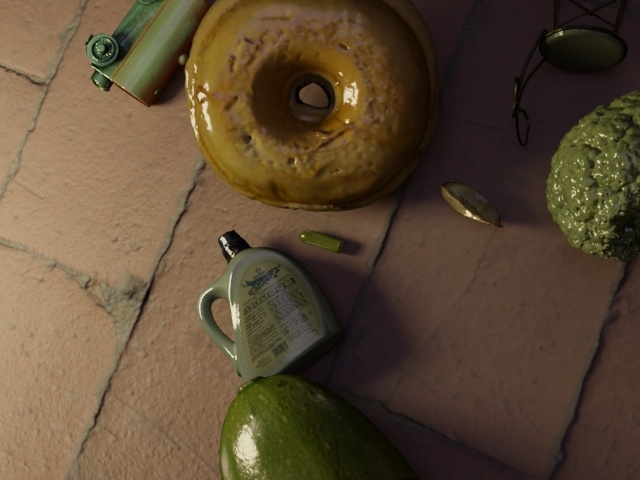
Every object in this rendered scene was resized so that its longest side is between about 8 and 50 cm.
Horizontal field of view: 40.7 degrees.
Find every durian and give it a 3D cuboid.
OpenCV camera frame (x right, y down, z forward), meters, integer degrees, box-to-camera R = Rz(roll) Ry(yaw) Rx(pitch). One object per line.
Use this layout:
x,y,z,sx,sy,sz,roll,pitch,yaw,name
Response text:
0.265,-0.065,1.494,0.130,0.066,0.052,36,89,11,durian

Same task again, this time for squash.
0.000,0.000,1.568,0.083,0.027,0.027,18,82,19,squash
-0.033,0.368,1.384,0.310,0.310,0.309,-39,54,3,squash

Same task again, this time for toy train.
-0.334,-0.402,1.718,0.177,0.116,0.285,34,87,8,toy train

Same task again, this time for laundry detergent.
-0.112,0.111,1.529,0.215,0.105,0.280,-39,72,6,laundry detergent

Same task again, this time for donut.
-0.014,-0.257,1.490,0.449,0.198,0.448,1,103,4,donut

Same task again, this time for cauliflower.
0.499,-0.092,1.366,0.250,0.272,0.275,30,101,-11,cauliflower

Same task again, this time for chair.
0.433,-0.326,1.468,0.170,0.160,0.325,9,75,18,chair
